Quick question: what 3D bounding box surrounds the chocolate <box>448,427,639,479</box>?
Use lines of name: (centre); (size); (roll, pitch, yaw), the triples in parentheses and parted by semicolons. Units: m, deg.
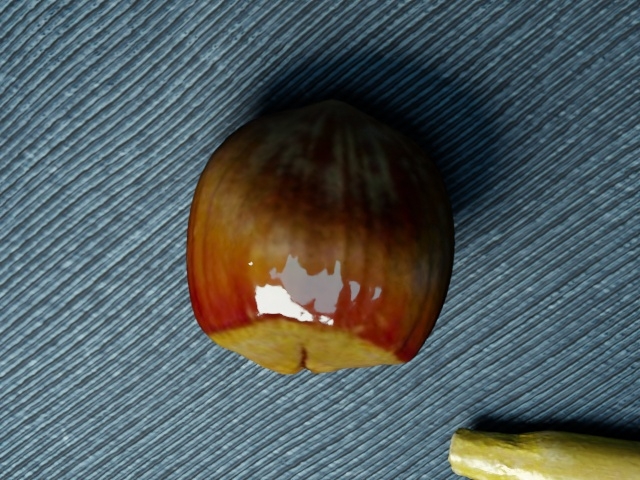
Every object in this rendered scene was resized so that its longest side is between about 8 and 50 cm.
chocolate: (0.219, 0.196, 1.628); (0.219, 0.085, 0.085); (12, 124, 8)

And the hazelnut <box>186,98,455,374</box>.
hazelnut: (0.001, 0.000, 1.496); (0.212, 0.181, 0.181); (7, 152, 8)
